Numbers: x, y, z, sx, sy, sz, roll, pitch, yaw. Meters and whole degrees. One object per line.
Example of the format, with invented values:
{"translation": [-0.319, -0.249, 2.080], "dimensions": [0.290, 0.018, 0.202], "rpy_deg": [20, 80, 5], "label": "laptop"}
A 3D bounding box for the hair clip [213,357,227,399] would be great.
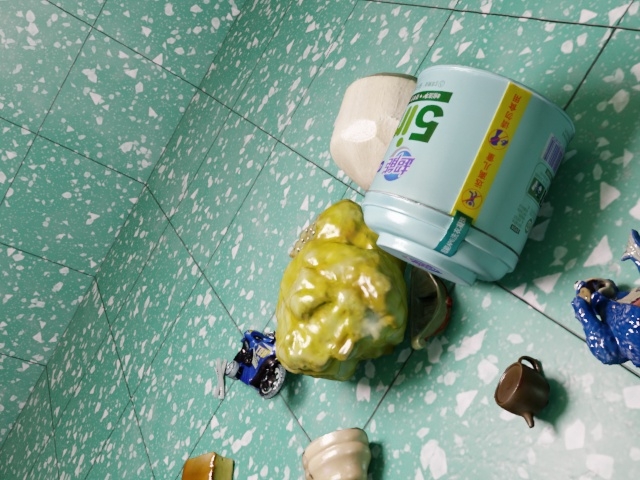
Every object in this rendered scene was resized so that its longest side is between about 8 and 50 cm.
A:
{"translation": [-0.273, 0.377, 1.746], "dimensions": [0.039, 0.030, 0.115], "rpy_deg": [120, 155, -43], "label": "hair clip"}

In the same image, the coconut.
{"translation": [0.144, -0.216, 1.381], "dimensions": [0.237, 0.237, 0.265], "rpy_deg": [-10, 55, 52], "label": "coconut"}

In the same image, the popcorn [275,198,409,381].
{"translation": [0.023, 0.117, 1.267], "dimensions": [0.334, 0.294, 0.292], "rpy_deg": [-48, 67, 30], "label": "popcorn"}

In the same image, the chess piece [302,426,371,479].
{"translation": [0.055, 0.502, 1.129], "dimensions": [0.139, 0.124, 0.307], "rpy_deg": [-19, 49, 5], "label": "chess piece"}

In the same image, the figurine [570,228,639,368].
{"translation": [0.436, 0.106, 0.863], "dimensions": [0.164, 0.121, 0.262], "rpy_deg": [-47, 19, 13], "label": "figurine"}

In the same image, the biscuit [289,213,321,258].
{"translation": [0.001, 0.000, 1.629], "dimensions": [0.203, 0.016, 0.144], "rpy_deg": [22, 86, 57], "label": "biscuit"}

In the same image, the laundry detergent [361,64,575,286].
{"translation": [0.239, -0.095, 1.108], "dimensions": [0.287, 0.287, 0.305], "rpy_deg": [20, 84, 57], "label": "laundry detergent"}

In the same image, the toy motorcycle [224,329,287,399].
{"translation": [-0.136, 0.280, 1.549], "dimensions": [0.169, 0.113, 0.315], "rpy_deg": [-60, 23, -13], "label": "toy motorcycle"}

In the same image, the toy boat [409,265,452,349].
{"translation": [0.202, 0.122, 1.209], "dimensions": [0.089, 0.071, 0.185], "rpy_deg": [-28, 46, 44], "label": "toy boat"}

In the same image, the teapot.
{"translation": [0.316, 0.227, 0.986], "dimensions": [0.076, 0.068, 0.121], "rpy_deg": [-59, 4, 48], "label": "teapot"}

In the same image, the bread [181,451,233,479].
{"translation": [-0.281, 0.687, 1.493], "dimensions": [0.138, 0.077, 0.361], "rpy_deg": [-30, 46, 40], "label": "bread"}
